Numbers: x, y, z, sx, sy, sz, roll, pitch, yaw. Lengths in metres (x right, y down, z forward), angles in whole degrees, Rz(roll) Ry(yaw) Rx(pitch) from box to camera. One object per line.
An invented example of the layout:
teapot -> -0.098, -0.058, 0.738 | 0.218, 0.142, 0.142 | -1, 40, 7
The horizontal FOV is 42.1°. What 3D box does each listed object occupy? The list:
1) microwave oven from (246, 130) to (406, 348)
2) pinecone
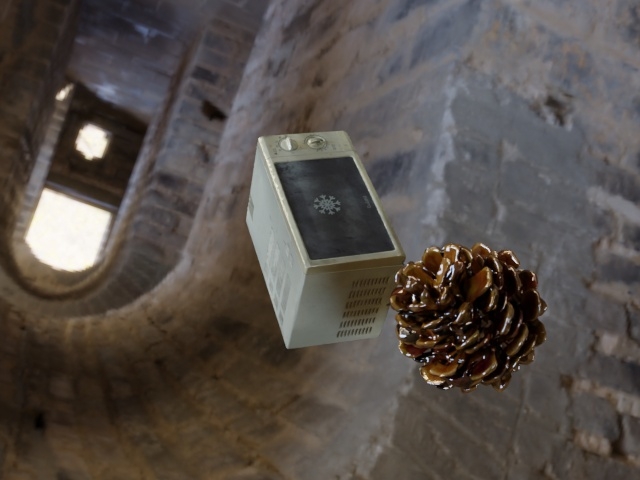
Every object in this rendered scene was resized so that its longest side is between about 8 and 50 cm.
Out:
microwave oven -> 0.000, 0.000, 1.110 | 0.145, 0.240, 0.194 | -8, 138, -16
pinecone -> 0.147, 0.075, 0.858 | 0.174, 0.173, 0.173 | 18, 174, 2
